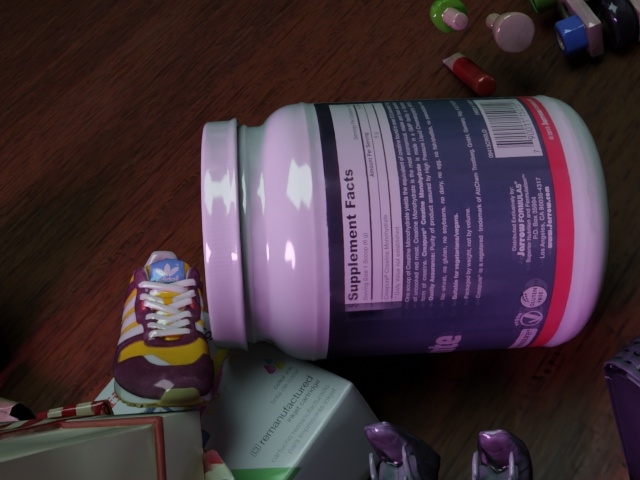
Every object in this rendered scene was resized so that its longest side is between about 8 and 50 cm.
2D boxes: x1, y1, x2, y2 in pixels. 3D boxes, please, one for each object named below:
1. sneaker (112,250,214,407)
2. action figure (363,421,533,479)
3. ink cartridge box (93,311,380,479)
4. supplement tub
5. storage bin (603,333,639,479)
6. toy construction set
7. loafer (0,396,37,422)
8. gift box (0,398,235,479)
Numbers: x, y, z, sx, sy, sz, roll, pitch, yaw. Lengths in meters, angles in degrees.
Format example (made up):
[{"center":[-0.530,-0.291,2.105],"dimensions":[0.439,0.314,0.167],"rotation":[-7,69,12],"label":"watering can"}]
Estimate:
[{"center":[-0.115,0.058,0.578],"dimensions":[0.069,0.084,0.185],"rotation":[3,9,-19],"label":"sneaker"},{"center":[0.076,0.253,0.465],"dimensions":[0.185,0.099,0.285],"rotation":[-8,49,15],"label":"action figure"},{"center":[-0.078,0.158,0.642],"dimensions":[0.212,0.093,0.154],"rotation":[19,61,42],"label":"ink cartridge box"},{"center":[0.054,-0.009,0.601],"dimensions":[0.272,0.191,0.191],"rotation":[-3,44,-4],"label":"supplement tub"},{"center":[0.238,0.120,0.440],"dimensions":[0.084,0.180,0.122],"rotation":[-36,43,-9],"label":"storage bin"},{"center":[0.235,-0.315,0.876],"dimensions":[0.309,0.257,0.237],"rotation":[-47,21,14],"label":"toy construction set"},{"center":[-0.307,0.177,0.780],"dimensions":[0.148,0.056,0.050],"rotation":[33,69,34],"label":"loafer"},{"center":[-0.187,0.235,0.465],"dimensions":[0.276,0.258,0.255],"rotation":[-4,85,25],"label":"gift box"}]
